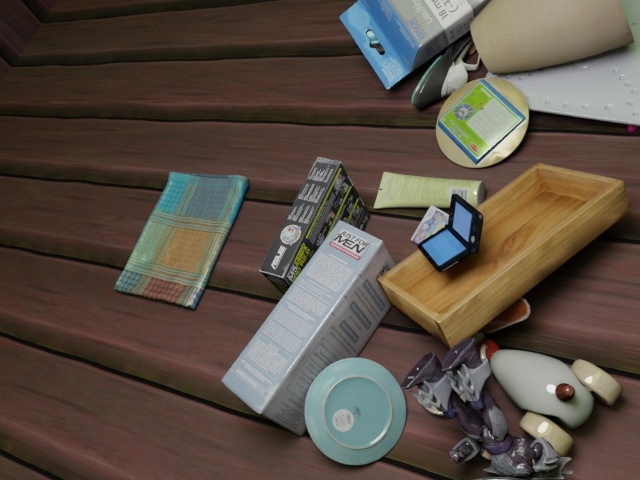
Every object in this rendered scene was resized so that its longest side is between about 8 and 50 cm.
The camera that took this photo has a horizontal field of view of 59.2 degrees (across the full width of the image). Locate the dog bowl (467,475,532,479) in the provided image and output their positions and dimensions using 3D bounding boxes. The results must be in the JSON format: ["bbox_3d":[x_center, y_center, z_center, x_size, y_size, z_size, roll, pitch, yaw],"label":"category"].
[{"bbox_3d":[0.269,0.548,0.762,0.407,0.150,0.408,-11,58,17],"label":"dog bowl"}]

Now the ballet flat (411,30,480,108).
[{"bbox_3d":[0.324,-0.422,1.359,0.096,0.095,0.281,27,74,21],"label":"ballet flat"}]

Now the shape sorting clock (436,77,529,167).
[{"bbox_3d":[0.356,-0.260,1.248,0.206,0.040,0.206,-8,74,28],"label":"shape sorting clock"}]

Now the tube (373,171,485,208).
[{"bbox_3d":[0.235,-0.106,1.231,0.240,0.062,0.070,6,30,31],"label":"tube"}]

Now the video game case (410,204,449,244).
[{"bbox_3d":[0.256,-0.008,1.168,0.122,0.011,0.087,36,102,36],"label":"video game case"}]

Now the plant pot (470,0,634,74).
[{"bbox_3d":[0.468,-0.472,1.184,0.273,0.256,0.257,-21,53,32],"label":"plant pot"}]

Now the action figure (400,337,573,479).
[{"bbox_3d":[0.256,0.292,0.861,0.185,0.285,0.099,-32,9,46],"label":"action figure"}]

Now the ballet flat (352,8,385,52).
[{"bbox_3d":[0.309,-0.618,1.431,0.482,0.182,0.164,-20,98,18],"label":"ballet flat"}]

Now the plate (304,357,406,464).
[{"bbox_3d":[0.065,0.308,1.014,0.188,0.024,0.188,1,80,-7],"label":"plate"}]

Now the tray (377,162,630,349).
[{"bbox_3d":[0.325,0.013,1.020,0.410,0.076,0.203,-34,26,-11],"label":"tray"}]

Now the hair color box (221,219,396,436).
[{"bbox_3d":[0.001,0.170,1.086,0.113,0.185,0.375,29,75,35],"label":"hair color box"}]

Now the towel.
[{"bbox_3d":[-0.355,-0.017,1.450,0.271,0.040,0.370,8,65,28],"label":"towel"}]

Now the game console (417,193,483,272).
[{"bbox_3d":[0.230,-0.016,1.010,0.071,0.107,0.122,-3,24,-11],"label":"game console"}]

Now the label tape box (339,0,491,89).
[{"bbox_3d":[0.222,-0.555,1.307,0.333,0.106,0.241,-34,79,16],"label":"label tape box"}]

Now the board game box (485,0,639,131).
[{"bbox_3d":[0.605,-0.421,1.254,0.389,0.050,0.390,18,70,31],"label":"board game box"}]

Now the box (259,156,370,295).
[{"bbox_3d":[0.000,0.000,1.169,0.060,0.216,0.270,14,68,31],"label":"box"}]

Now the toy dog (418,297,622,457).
[{"bbox_3d":[0.316,0.206,0.937,0.333,0.161,0.220,13,67,30],"label":"toy dog"}]
